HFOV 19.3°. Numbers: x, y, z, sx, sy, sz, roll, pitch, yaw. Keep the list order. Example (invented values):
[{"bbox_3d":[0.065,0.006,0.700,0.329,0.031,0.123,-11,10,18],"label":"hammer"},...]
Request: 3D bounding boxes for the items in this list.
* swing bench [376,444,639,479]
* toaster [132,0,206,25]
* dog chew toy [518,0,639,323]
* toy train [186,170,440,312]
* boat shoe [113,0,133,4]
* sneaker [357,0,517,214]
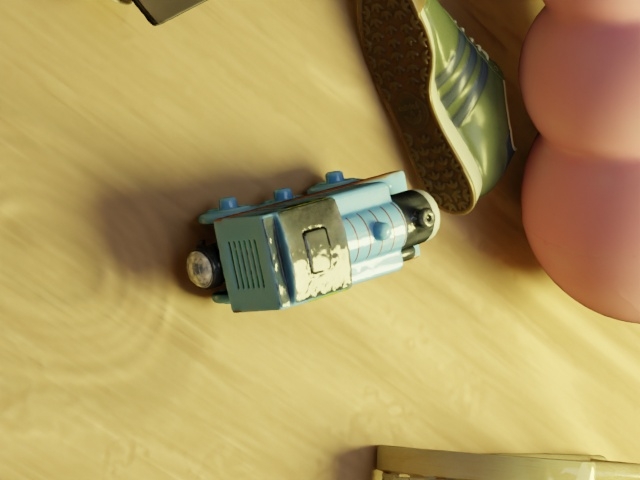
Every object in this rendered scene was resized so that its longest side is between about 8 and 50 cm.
[{"bbox_3d":[0.170,0.282,1.360,0.254,0.165,0.253,7,85,-40],"label":"swing bench"},{"bbox_3d":[-0.093,-0.258,1.167,0.186,0.110,0.168,51,43,-28],"label":"toaster"},{"bbox_3d":[0.235,-0.108,1.379,0.206,0.206,0.332,-32,120,-36],"label":"dog chew toy"},{"bbox_3d":[0.000,0.000,1.262,0.184,0.105,0.080,-15,99,-39],"label":"toy train"},{"bbox_3d":[-0.154,-0.170,1.185,0.100,0.035,0.035,14,77,-46],"label":"boat shoe"},{"bbox_3d":[0.091,-0.121,1.376,0.086,0.064,0.192,-37,114,-41],"label":"sneaker"}]
